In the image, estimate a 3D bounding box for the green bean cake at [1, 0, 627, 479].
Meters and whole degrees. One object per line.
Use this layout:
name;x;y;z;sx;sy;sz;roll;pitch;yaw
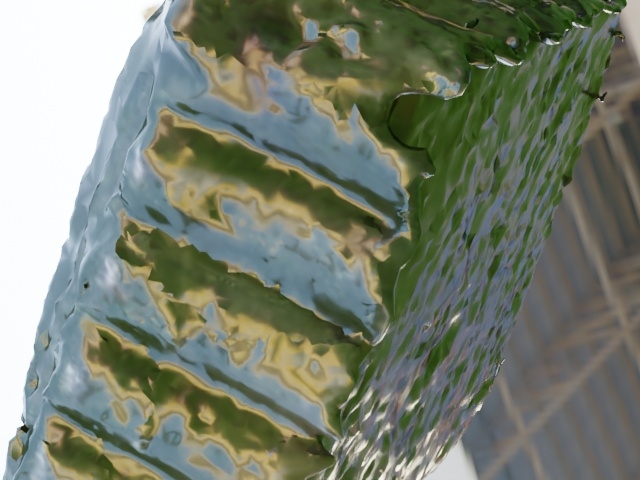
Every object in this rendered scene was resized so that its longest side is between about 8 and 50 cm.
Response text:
green bean cake;0.000;0.000;0.543;0.173;0.094;0.181;-32;-34;-61
